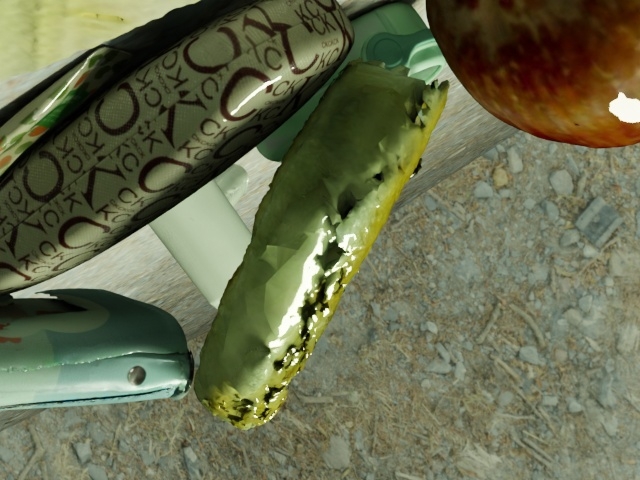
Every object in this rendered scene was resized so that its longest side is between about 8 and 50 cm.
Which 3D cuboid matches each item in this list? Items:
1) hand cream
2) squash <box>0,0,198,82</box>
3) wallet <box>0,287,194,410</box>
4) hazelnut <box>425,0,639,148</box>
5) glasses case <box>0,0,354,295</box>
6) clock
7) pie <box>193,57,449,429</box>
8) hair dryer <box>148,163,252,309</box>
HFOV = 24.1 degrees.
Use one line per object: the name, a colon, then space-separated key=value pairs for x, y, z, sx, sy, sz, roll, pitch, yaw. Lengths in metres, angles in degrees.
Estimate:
hand cream: x=-0.185 y=-0.065 z=0.923 sx=0.165 sy=0.037 sz=0.057 roll=-37 pitch=174 yaw=11
squash: x=-0.043 y=-0.130 z=0.511 sx=0.203 sy=0.111 sz=0.288 roll=5 pitch=162 yaw=-12
wallet: x=-0.239 y=0.081 z=1.069 sx=0.250 sy=0.075 sz=0.176 roll=-1 pitch=-171 yaw=-31
hazelnut: x=0.193 y=-0.169 z=1.086 sx=0.234 sy=0.218 sz=0.218 roll=-33 pitch=175 yaw=33
glasses case: x=-0.122 y=-0.058 z=0.996 sx=0.355 sy=0.085 sz=0.137 roll=-31 pitch=180 yaw=36
clock: x=0.036 y=-0.140 z=1.255 sx=0.211 sy=0.066 sz=0.159 roll=-31 pitch=176 yaw=8
pie: x=0.000 y=0.000 z=1.074 sx=0.296 sy=0.078 sz=0.371 roll=-60 pitch=176 yaw=4
hair dryer: x=-0.099 y=-0.025 z=1.430 sx=0.073 sy=0.131 sz=0.236 roll=-34 pitch=-172 yaw=11
